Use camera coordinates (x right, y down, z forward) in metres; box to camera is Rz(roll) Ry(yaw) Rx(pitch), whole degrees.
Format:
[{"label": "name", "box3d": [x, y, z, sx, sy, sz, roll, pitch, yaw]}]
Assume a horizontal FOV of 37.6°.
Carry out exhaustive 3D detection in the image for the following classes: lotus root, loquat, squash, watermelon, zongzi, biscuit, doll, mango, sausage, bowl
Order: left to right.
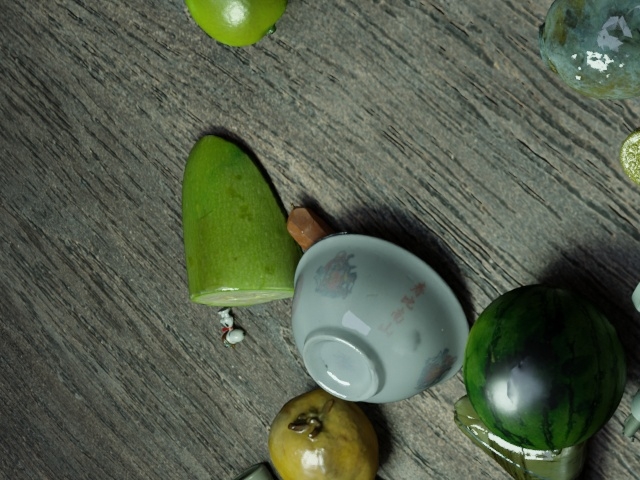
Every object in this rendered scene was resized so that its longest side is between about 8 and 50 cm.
[{"label": "doll", "box3d": [-0.194, 0.185, 1.988, 0.058, 0.040, 0.085, -35, 91, 34]}, {"label": "mango", "box3d": [-0.142, -0.450, 1.513, 0.185, 0.149, 0.273, 12, 115, 40]}, {"label": "squash", "box3d": [-0.167, -0.041, 1.823, 0.233, 0.210, 0.309, -16, 72, 47]}, {"label": "sausage", "box3d": [0.000, 0.001, 1.688, 0.169, 0.065, 0.065, 43, 135, 16]}, {"label": "loquat", "box3d": [0.007, 0.397, 1.811, 0.238, 0.193, 0.238, 47, 158, 26]}, {"label": "bowl", "box3d": [0.068, 0.170, 1.600, 0.345, 0.157, 0.345, 18, 132, 21]}, {"label": "zongzi", "box3d": [0.330, 0.367, 1.553, 0.221, 0.112, 0.242, 14, 122, 35]}, {"label": "watermelon", "box3d": [0.324, 0.183, 1.364, 0.242, 0.242, 0.242, 21, 125, 33]}, {"label": "biscuit", "box3d": [0.440, -0.110, 1.252, 0.084, 0.023, 0.084, 21, 125, 33]}, {"label": "lotus root", "box3d": [0.405, -0.272, 1.098, 0.349, 0.175, 0.175, -26, 94, 47]}]

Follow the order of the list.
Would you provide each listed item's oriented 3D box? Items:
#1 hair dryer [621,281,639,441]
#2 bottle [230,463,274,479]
[{"label": "hair dryer", "box3d": [0.487, 0.179, 1.329, 0.173, 0.107, 0.357, 39, 140, 24]}, {"label": "bottle", "box3d": [-0.110, 0.633, 2.100, 0.120, 0.120, 0.253, -33, 90, 47]}]
